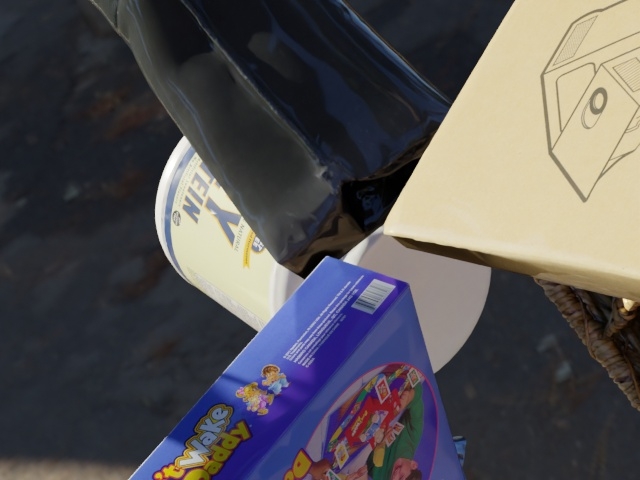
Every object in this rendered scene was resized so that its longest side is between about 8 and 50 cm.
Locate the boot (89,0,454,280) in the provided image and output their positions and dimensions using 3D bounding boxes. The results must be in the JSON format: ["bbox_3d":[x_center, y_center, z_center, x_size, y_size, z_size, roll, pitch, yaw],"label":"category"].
[{"bbox_3d":[-0.019,-0.239,1.448,0.367,0.146,0.445,-48,59,20],"label":"boot"}]

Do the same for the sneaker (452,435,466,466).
[{"bbox_3d":[0.061,0.194,1.720,0.082,0.209,0.069,-63,15,-11],"label":"sneaker"}]

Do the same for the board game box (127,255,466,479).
[{"bbox_3d":[-0.038,0.214,1.157,0.078,0.233,0.347,19,53,35],"label":"board game box"}]

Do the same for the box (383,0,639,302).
[{"bbox_3d":[0.124,-0.054,0.535,0.201,0.021,0.164,14,67,54],"label":"box"}]

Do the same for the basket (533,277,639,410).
[{"bbox_3d":[0.237,-0.044,1.183,0.299,0.213,0.223,112,-177,-61],"label":"basket"}]

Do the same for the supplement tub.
[{"bbox_3d":[0.000,0.000,1.718,0.235,0.235,0.325,-39,41,-18],"label":"supplement tub"}]
